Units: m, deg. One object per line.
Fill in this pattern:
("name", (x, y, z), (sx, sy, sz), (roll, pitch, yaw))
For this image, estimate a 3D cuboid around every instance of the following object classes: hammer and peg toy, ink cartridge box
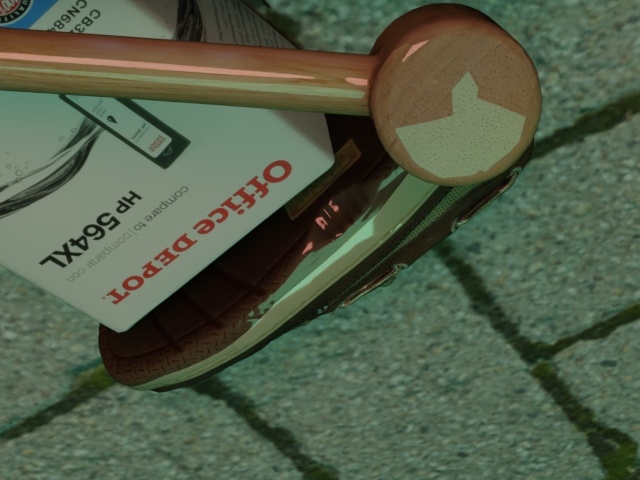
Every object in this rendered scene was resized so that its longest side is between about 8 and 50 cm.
("hammer and peg toy", (-0.037, -0.175, 0.431), (0.266, 0.127, 0.361), (-9, 107, -5))
("ink cartridge box", (-0.114, -0.066, 0.650), (0.148, 0.086, 0.203), (-38, 130, 21))

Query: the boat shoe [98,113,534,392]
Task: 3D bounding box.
("boat shoe", (0.002, 0.006, 0.753), (0.257, 0.095, 0.095), (-36, 139, 20))
